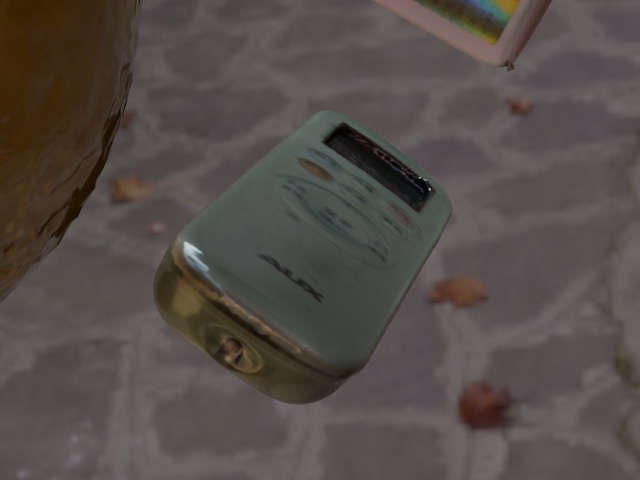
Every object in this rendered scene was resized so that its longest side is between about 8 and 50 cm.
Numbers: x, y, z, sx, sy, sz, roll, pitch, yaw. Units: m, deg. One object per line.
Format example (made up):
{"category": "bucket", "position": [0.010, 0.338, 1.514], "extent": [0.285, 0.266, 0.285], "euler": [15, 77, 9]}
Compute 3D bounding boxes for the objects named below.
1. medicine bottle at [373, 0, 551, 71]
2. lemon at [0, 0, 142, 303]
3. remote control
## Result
{"category": "medicine bottle", "position": [0.063, -0.216, 1.358], "extent": [0.219, 0.115, 0.078], "euler": [31, 14, 7]}
{"category": "lemon", "position": [-0.160, -0.061, 0.487], "extent": [0.263, 0.236, 0.236], "euler": [-17, 16, 37]}
{"category": "remote control", "position": [0.001, 0.000, 0.858], "extent": [0.090, 0.038, 0.309], "euler": [35, 18, 3]}
